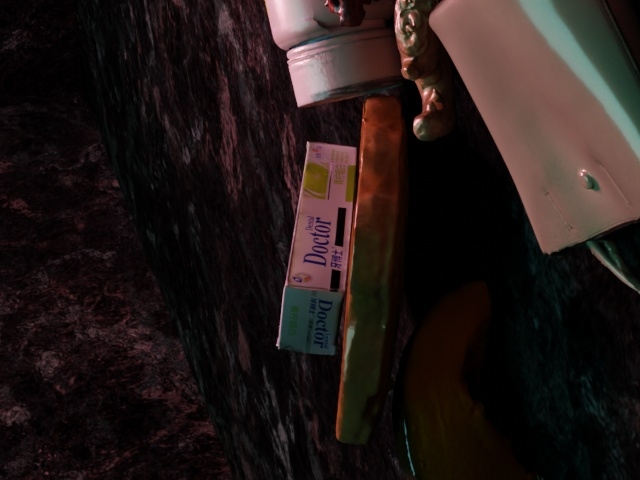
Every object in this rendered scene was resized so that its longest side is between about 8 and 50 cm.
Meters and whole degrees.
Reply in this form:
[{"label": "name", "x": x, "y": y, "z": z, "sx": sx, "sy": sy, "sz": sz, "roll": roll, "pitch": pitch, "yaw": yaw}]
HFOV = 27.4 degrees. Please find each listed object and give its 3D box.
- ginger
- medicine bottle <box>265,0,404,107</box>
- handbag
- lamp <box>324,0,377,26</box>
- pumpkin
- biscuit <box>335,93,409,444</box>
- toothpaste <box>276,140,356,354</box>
[{"label": "ginger", "x": 0.102, "y": -0.232, "z": 1.247, "sx": 0.149, "sy": 0.065, "sz": 0.258, "roll": -84, "pitch": -9, "yaw": -63}, {"label": "medicine bottle", "x": 0.007, "y": -0.282, "z": 1.421, "sx": 0.143, "sy": 0.143, "sz": 0.258, "roll": 175, "pitch": 81, "yaw": -73}, {"label": "handbag", "x": 0.200, "y": -0.078, "z": 1.031, "sx": 0.241, "sy": 0.109, "sz": 0.315, "roll": 146, "pitch": 105, "yaw": -73}, {"label": "lamp", "x": 0.024, "y": -0.351, "z": 1.270, "sx": 0.215, "sy": 0.223, "sz": 0.151, "roll": 30, "pitch": -165, "yaw": -44}, {"label": "pumpkin", "x": 0.132, "y": 0.212, "z": 1.416, "sx": 0.169, "sy": 0.148, "sz": 0.312, "roll": 151, "pitch": 109, "yaw": -68}, {"label": "biscuit", "x": 0.061, "y": 0.027, "z": 1.433, "sx": 0.385, "sy": 0.062, "sz": 0.365, "roll": -84, "pitch": -3, "yaw": -57}, {"label": "toothpaste", "x": 0.000, "y": 0.000, "z": 1.441, "sx": 0.336, "sy": 0.067, "sz": 0.081, "roll": -84, "pitch": -1, "yaw": -61}]
